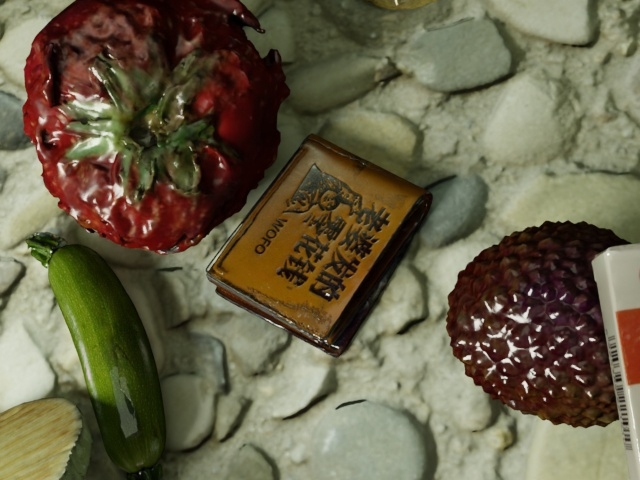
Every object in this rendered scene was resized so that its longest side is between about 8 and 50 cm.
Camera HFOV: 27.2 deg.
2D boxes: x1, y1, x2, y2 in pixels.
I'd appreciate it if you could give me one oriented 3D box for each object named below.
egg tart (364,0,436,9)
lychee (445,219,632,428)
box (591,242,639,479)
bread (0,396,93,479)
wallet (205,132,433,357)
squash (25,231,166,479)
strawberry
[{"bbox_3d":[0.101,-0.340,1.426,0.191,0.074,0.191,-6,61,11],"label":"egg tart"},{"bbox_3d":[0.199,0.070,1.139,0.188,0.188,0.188,-6,64,12],"label":"lychee"},{"bbox_3d":[0.403,0.089,1.011,0.353,0.069,0.214,-7,82,0],"label":"box"},{"bbox_3d":[-0.313,0.244,1.198,0.267,0.040,0.267,-28,23,13],"label":"bread"},{"bbox_3d":[0.000,-0.001,1.306,0.161,0.042,0.195,28,75,25],"label":"wallet"},{"bbox_3d":[-0.208,0.104,1.293,0.080,0.071,0.318,-28,61,1],"label":"squash"},{"bbox_3d":[-0.169,-0.131,1.325,0.274,0.220,0.274,-1,92,-14],"label":"strawberry"}]
